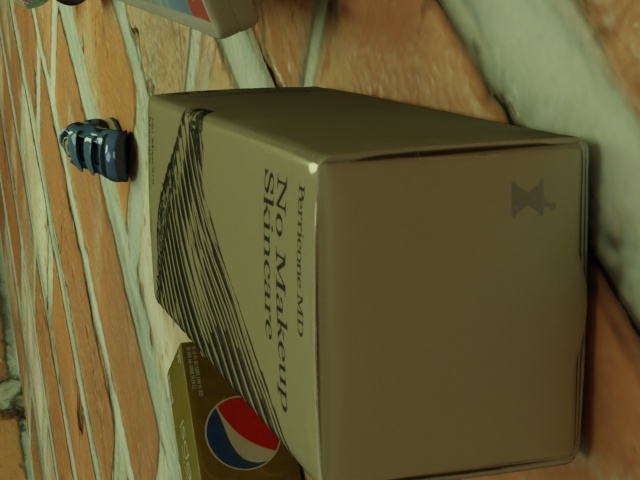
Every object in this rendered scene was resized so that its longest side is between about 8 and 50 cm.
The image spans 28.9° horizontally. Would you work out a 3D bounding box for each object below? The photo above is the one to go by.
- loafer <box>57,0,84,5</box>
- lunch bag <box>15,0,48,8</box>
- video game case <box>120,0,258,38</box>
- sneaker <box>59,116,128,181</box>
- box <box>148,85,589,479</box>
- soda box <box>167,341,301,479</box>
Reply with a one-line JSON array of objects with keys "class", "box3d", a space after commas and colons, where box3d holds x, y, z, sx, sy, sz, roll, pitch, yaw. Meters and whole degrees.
[{"class": "loafer", "box3d": [-0.281, -0.390, 1.280, 0.095, 0.109, 0.302, 168, 95, -76]}, {"class": "lunch bag", "box3d": [-0.361, -0.421, 1.435, 0.223, 0.160, 0.262, -38, 69, 65]}, {"class": "video game case", "box3d": [-0.122, -0.221, 0.679, 0.285, 0.025, 0.204, 35, 149, 64]}, {"class": "sneaker", "box3d": [-0.222, -0.088, 1.228, 0.144, 0.059, 0.053, -147, 57, -67]}, {"class": "box", "box3d": [0.000, 0.000, 0.506, 0.275, 0.094, 0.113, -153, 61, -70]}, {"class": "soda box", "box3d": [-0.045, 0.151, 0.731, 0.058, 0.061, 0.181, 121, 141, -60]}]
